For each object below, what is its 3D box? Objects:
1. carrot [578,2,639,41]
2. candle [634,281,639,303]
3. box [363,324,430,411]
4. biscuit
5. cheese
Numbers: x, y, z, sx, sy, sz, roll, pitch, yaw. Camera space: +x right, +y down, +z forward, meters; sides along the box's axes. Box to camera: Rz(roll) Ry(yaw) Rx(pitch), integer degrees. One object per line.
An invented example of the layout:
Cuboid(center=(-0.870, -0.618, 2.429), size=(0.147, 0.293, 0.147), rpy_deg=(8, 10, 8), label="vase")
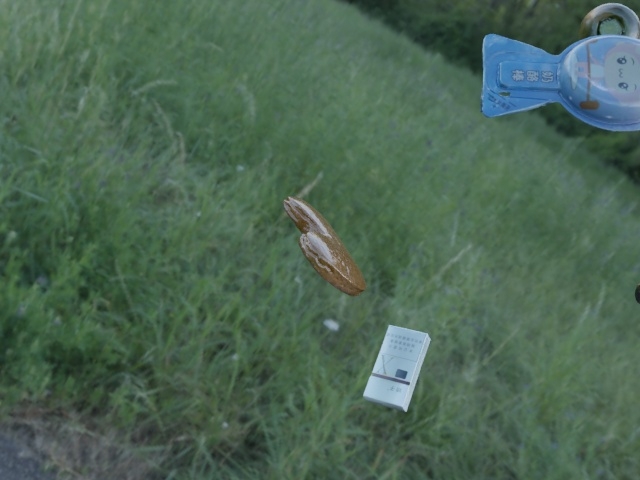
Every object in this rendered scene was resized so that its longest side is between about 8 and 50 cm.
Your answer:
Cuboid(center=(0.414, -0.286, 1.137), size=(0.087, 0.087, 0.193), rpy_deg=(44, 19, 14), label="carrot")
Cuboid(center=(0.596, 0.101, 1.352), size=(0.052, 0.052, 0.130), rpy_deg=(22, 2, -23), label="candle")
Cuboid(center=(0.149, 0.246, 1.546), size=(0.084, 0.040, 0.154), rpy_deg=(12, 64, 25), label="box")
Cuboid(center=(0.000, 0.000, 1.231), size=(0.192, 0.036, 0.186), rpy_deg=(57, 11, 30), label="biscuit")
Cuboid(center=(0.313, -0.189, 0.940), size=(0.244, 0.052, 0.135), rpy_deg=(4, 66, 5), label="cheese")
